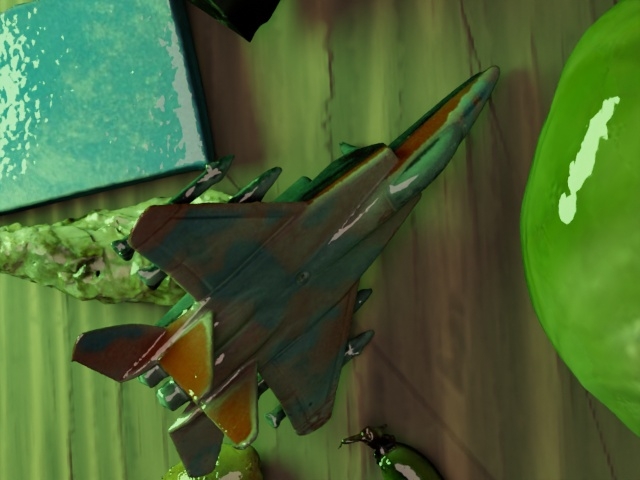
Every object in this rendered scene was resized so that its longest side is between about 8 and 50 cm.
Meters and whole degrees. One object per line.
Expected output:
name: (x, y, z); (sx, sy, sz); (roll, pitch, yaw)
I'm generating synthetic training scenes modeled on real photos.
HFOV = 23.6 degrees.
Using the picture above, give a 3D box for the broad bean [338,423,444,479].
broad bean: (0.074, 0.228, 1.008); (0.069, 0.039, 0.226); (-16, 86, 7)

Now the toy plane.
toy plane: (-0.005, -0.002, 0.984); (0.326, 0.223, 0.104); (-49, 39, -15)

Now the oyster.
oyster: (-0.138, 0.015, 1.045); (0.200, 0.061, 0.106); (-18, 87, 13)

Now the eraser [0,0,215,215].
eraser: (-0.233, -0.086, 1.076); (0.312, 0.042, 0.144); (-13, 88, 13)

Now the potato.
potato: (-0.076, 0.168, 1.042); (0.083, 0.040, 0.051); (-31, 89, 13)

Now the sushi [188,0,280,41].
sushi: (-0.081, -0.252, 0.986); (0.150, 0.153, 0.172); (30, 88, 15)

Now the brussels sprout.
brussels sprout: (0.271, -0.020, 0.850); (0.328, 0.247, 0.328); (4, 124, 6)
